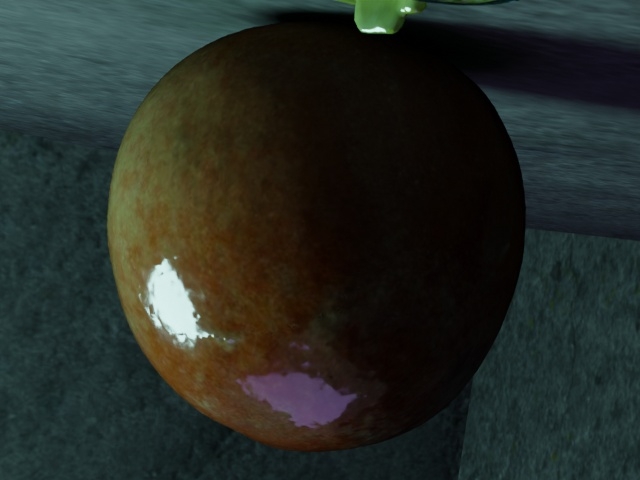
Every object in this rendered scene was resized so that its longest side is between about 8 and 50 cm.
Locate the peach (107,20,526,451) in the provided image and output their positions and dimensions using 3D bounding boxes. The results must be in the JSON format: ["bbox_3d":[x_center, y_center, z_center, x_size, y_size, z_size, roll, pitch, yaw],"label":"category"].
[{"bbox_3d":[0.000,0.000,0.911,0.252,0.253,0.252,9,179,0],"label":"peach"}]

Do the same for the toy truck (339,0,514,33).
[{"bbox_3d":[-0.037,-0.091,0.314,0.168,0.077,0.100,7,177,-36],"label":"toy truck"}]
